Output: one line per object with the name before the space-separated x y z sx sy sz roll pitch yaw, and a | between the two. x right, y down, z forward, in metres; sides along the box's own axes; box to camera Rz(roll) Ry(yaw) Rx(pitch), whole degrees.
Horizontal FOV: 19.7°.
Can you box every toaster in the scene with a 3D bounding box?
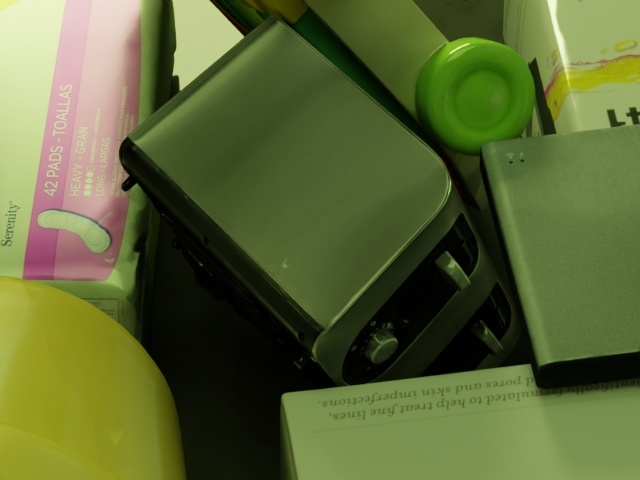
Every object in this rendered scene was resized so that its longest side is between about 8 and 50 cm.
toaster | 0.000 0.000 0.893 0.110 0.168 0.186 -43 59 -6

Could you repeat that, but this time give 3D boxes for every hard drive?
hard drive | 0.130 0.005 0.830 0.094 0.022 0.135 -7 48 -4

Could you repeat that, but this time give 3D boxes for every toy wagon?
toy wagon | -0.031 -0.156 0.955 0.068 0.344 0.267 -46 21 -3

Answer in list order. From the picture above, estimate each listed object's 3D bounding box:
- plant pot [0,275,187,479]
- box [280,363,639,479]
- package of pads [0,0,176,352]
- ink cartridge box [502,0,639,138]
plant pot | -0.150 0.141 0.728 0.254 0.254 0.239 2 31 2
box | 0.082 0.157 0.784 0.181 0.119 0.182 -6 46 -7
package of pads | -0.201 -0.046 0.997 0.229 0.101 0.296 0 45 -1
ink cartridge box | 0.228 -0.066 0.997 0.226 0.131 0.306 -3 45 -2
